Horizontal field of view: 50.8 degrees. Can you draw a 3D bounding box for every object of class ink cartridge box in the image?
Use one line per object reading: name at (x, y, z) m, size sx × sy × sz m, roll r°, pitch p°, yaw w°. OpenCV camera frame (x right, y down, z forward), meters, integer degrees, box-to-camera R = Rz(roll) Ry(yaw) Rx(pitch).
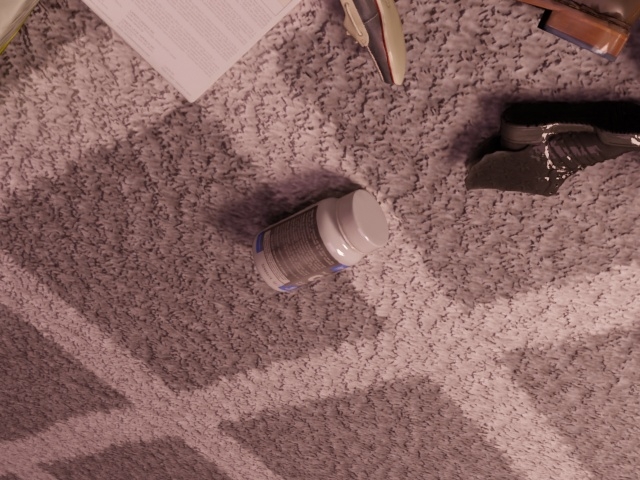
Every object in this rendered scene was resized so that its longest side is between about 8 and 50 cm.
ink cartridge box at (-0.101, -0.228, 0.571) m, size 0.179 × 0.045 × 0.145 m, roll -38°, pitch 117°, yaw 18°

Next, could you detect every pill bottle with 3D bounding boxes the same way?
pill bottle at (0.000, 0.000, 0.730) m, size 0.137 × 0.078 × 0.078 m, roll -24°, pitch 124°, yaw 32°

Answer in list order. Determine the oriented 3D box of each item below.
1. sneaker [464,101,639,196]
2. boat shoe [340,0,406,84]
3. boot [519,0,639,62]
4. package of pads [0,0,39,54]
sneaker at (0.221, -0.079, 0.622) m, size 0.170 × 0.051 × 0.089 m, roll 6°, pitch 135°, yaw 15°
boat shoe at (0.037, -0.189, 0.557) m, size 0.043 × 0.049 × 0.137 m, roll -7°, pitch 130°, yaw 24°
boot at (0.147, -0.227, 0.494) m, size 0.219 × 0.082 × 0.106 m, roll 25°, pitch 113°, yaw -5°
package of pads at (-0.362, -0.231, 0.545) m, size 0.229 × 0.101 × 0.296 m, roll 41°, pitch 139°, yaw -24°
